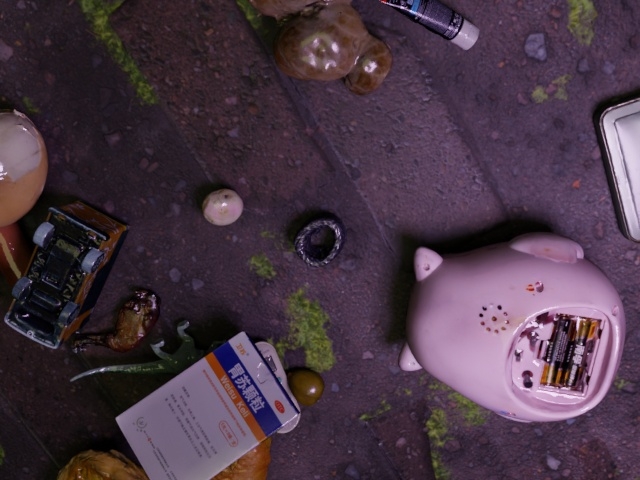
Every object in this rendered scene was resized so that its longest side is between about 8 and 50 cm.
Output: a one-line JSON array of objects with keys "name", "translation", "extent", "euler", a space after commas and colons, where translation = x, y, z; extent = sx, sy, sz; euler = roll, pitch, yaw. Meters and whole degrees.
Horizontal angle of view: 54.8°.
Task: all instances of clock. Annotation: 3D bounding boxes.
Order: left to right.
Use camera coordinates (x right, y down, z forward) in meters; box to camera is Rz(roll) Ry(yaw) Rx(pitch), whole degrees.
[{"name": "clock", "translation": [0.345, 0.162, 1.140], "extent": [0.376, 0.250, 0.368], "euler": [7, 108, 5]}]

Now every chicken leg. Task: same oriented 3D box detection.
[{"name": "chicken leg", "translation": [-0.444, 0.198, 1.366], "extent": [0.253, 0.051, 0.106], "euler": [-32, 94, 17]}]

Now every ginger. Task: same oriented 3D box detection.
[{"name": "ginger", "translation": [0.006, -0.393, 1.078], "extent": [0.244, 0.155, 0.304], "euler": [-14, 113, 5]}]

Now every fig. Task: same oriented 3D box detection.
[{"name": "fig", "translation": [-0.034, 0.313, 1.335], "extent": [0.088, 0.074, 0.074], "euler": [30, 111, 23]}]

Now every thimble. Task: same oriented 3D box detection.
[{"name": "thimble", "translation": [0.002, -0.001, 1.234], "extent": [0.104, 0.066, 0.095], "euler": [-26, 100, 14]}]

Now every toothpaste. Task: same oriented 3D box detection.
[{"name": "toothpaste", "translation": [0.187, -0.396, 1.065], "extent": [0.193, 0.045, 0.071], "euler": [22, 70, -21]}]

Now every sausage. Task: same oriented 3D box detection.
[{"name": "sausage", "translation": [-0.665, 0.022, 1.329], "extent": [0.077, 0.077, 0.194], "euler": [-18, 102, 13]}]

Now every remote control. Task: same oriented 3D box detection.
[{"name": "remote control", "translation": [-0.109, 0.319, 1.351], "extent": [0.078, 0.042, 0.221], "euler": [-27, 104, -22]}]

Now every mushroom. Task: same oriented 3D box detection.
[{"name": "mushroom", "translation": [-0.197, -0.069, 1.241], "extent": [0.083, 0.067, 0.084], "euler": [-12, 135, -12]}]

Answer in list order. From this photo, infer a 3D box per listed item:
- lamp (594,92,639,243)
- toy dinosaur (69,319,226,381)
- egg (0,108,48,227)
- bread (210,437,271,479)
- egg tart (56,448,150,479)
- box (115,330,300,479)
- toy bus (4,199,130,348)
[{"name": "lamp", "translation": [0.656, -0.150, 1.108], "extent": [0.266, 0.047, 0.269], "euler": [-17, 104, 13]}, {"name": "toy dinosaur", "translation": [-0.343, 0.238, 1.341], "extent": [0.382, 0.076, 0.129], "euler": [3, 106, -2]}, {"name": "egg", "translation": [-0.644, -0.136, 1.211], "extent": [0.201, 0.201, 0.244], "euler": [20, 118, 1]}, {"name": "bread", "translation": [-0.232, 0.450, 1.366], "extent": [0.268, 0.146, 0.268], "euler": [3, 105, 11]}, {"name": "egg tart", "translation": [-0.476, 0.628, 1.445], "extent": [0.341, 0.129, 0.341], "euler": [6, 104, 24]}, {"name": "box", "translation": [-0.217, 0.348, 1.222], "extent": [0.299, 0.106, 0.200], "euler": [-34, 78, -7]}, {"name": "toy bus", "translation": [-0.519, 0.065, 1.275], "extent": [0.138, 0.167, 0.275], "euler": [28, 104, -2]}]
